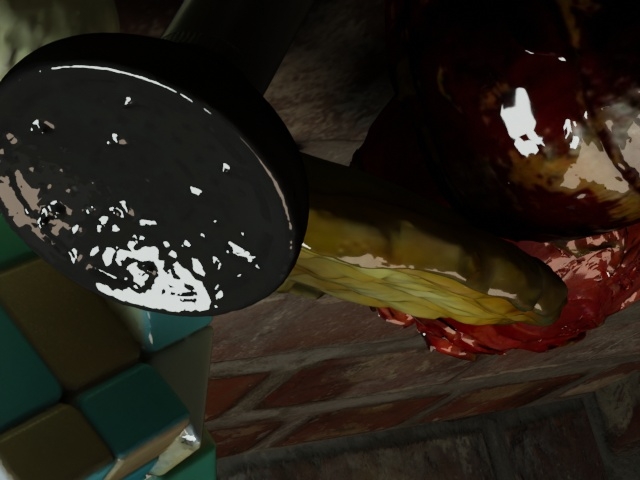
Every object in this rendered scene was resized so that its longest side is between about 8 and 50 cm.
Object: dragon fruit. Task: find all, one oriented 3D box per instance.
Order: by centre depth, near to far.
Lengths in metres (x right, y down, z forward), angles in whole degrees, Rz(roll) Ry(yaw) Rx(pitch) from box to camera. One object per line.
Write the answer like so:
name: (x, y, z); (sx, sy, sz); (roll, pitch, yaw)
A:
dragon fruit: (0.172, -0.035, 1.005); (0.302, 0.295, 0.295); (-17, 162, 31)

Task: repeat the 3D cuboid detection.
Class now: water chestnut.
water chestnut: (0.169, -0.136, 0.755); (0.289, 0.289, 0.244); (-16, 164, 5)

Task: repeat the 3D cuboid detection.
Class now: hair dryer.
hair dryer: (-0.065, -0.172, 0.544); (0.156, 0.320, 0.284); (2, 143, 21)

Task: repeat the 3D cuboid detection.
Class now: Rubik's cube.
Rubik's cube: (-0.177, 0.104, 0.701); (0.213, 0.224, 0.265); (-27, 163, -49)

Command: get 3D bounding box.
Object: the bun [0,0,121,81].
bun: (-0.294, -0.089, 0.628); (0.361, 0.213, 0.361); (-33, 170, -7)

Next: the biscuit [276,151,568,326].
biscuit: (0.000, 0.000, 0.776); (0.329, 0.078, 0.335); (17, 173, -4)
